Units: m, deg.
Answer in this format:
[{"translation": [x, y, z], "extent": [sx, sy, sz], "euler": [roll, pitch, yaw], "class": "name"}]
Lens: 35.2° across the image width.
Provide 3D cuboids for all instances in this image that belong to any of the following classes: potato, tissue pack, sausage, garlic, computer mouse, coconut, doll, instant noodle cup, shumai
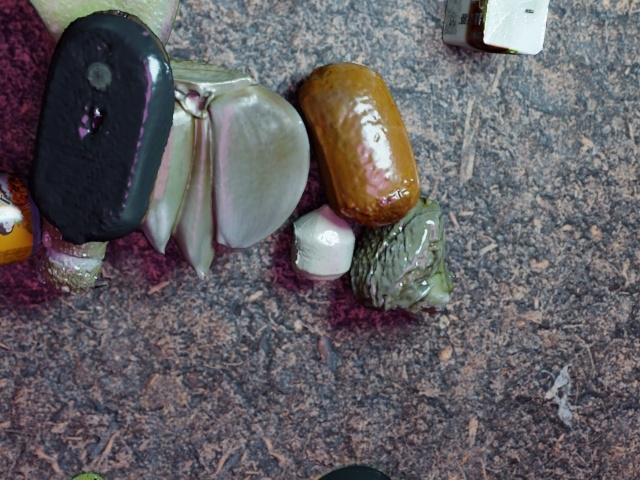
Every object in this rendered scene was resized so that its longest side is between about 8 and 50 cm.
[{"translation": [-0.331, -0.327, 1.438], "extent": [0.269, 0.112, 0.255], "euler": [-5, 111, -14], "class": "potato"}, {"translation": [0.276, -0.349, 1.605], "extent": [0.106, 0.149, 0.099], "euler": [4, 101, -19], "class": "tissue pack"}, {"translation": [0.060, -0.150, 1.569], "extent": [0.141, 0.153, 0.268], "euler": [-20, 91, -8], "class": "sausage"}, {"translation": [-0.149, -0.117, 1.523], "extent": [0.279, 0.132, 0.325], "euler": [-8, 116, -18], "class": "garlic"}, {"translation": [-0.294, -0.152, 1.380], "extent": [0.183, 0.116, 0.323], "euler": [20, 106, 12], "class": "computer mouse"}, {"translation": [0.000, 0.000, 1.624], "extent": [0.110, 0.110, 0.124], "euler": [0, 108, -18], "class": "coconut"}, {"translation": [-0.367, -0.027, 1.497], "extent": [0.115, 0.105, 0.221], "euler": [1, 98, 8], "class": "doll"}, {"translation": [-0.474, -0.028, 1.437], "extent": [0.125, 0.177, 0.208], "euler": [-8, 136, -30], "class": "instant noodle cup"}, {"translation": [0.157, 0.041, 1.654], "extent": [0.175, 0.166, 0.206], "euler": [31, 91, -27], "class": "shumai"}]

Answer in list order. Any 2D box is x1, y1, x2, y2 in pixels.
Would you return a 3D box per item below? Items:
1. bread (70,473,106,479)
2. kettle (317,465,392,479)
[{"translation": [-0.392, 0.452, 1.622], "extent": [0.156, 0.064, 0.117], "euler": [-41, 110, -7], "class": "bread"}, {"translation": [0.066, 0.547, 1.673], "extent": [0.268, 0.290, 0.207], "euler": [-34, 111, -7], "class": "kettle"}]
